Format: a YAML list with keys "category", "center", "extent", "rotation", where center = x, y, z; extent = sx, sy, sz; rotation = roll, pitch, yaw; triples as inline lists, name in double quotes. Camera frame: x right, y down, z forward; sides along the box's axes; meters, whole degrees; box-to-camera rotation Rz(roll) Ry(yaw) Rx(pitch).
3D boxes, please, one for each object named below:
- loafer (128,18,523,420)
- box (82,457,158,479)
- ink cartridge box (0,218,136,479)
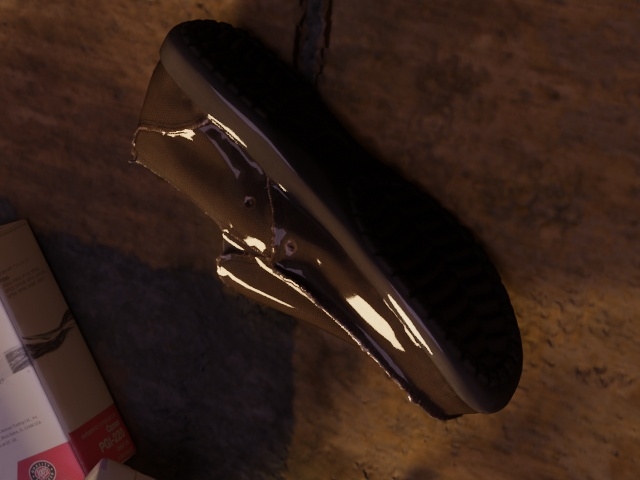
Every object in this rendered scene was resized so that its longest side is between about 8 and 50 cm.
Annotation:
- category: "loafer"
  center: [0.000, 0.000, 1.459]
  extent: [0.366, 0.134, 0.130]
  rotation: [48, 120, 15]
- category: "box"
  center: [-0.225, 0.288, 1.602]
  extent: [0.063, 0.067, 0.324]
  rotation: [26, 133, -19]
- category: "ink cartridge box"
  center: [-0.271, 0.113, 1.609]
  extent: [0.158, 0.092, 0.218]
  rotation: [-23, 96, 25]
